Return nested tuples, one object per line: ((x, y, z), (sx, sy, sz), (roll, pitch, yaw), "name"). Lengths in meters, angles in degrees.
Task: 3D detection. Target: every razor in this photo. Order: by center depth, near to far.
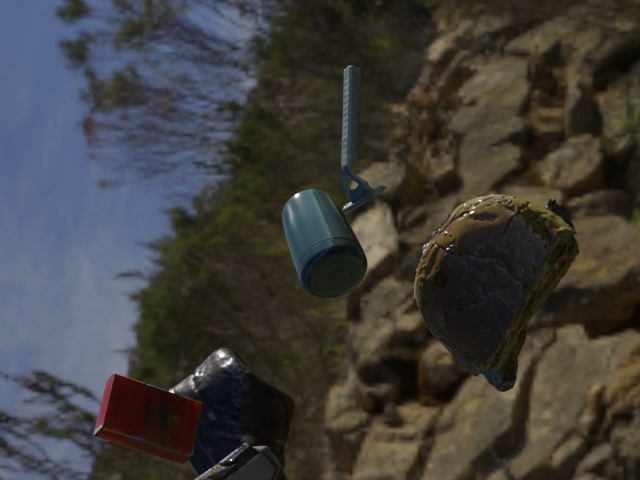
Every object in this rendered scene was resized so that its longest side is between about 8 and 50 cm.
((0.061, -0.198, 2.240), (0.111, 0.056, 0.278), (-30, 60, 55), "razor")

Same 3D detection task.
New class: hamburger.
((0.271, 0.049, 1.926), (0.309, 0.211, 0.132), (-59, -27, 10), "hamburger")

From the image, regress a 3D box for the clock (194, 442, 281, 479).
((-0.162, 0.363, 1.426), (0.083, 0.253, 0.186), (47, -159, 9), "clock")

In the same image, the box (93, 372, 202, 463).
((-0.304, 0.316, 2.104), (0.048, 0.175, 0.112), (-45, 29, 47), "box")

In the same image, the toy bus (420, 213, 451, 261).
((0.247, -0.001, 2.312), (0.153, 0.061, 0.051), (-43, -16, -47), "toy bus")

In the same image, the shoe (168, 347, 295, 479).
((-0.145, 0.402, 2.423), (0.384, 0.237, 0.171), (50, -175, 26), "shoe")

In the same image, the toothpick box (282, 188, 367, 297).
((0.000, 0.000, 2.070), (0.120, 0.120, 0.184), (78, 171, -46), "toothpick box")

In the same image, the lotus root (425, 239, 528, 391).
((0.294, 0.115, 2.123), (0.140, 0.158, 0.322), (-3, -116, -45), "lotus root")
